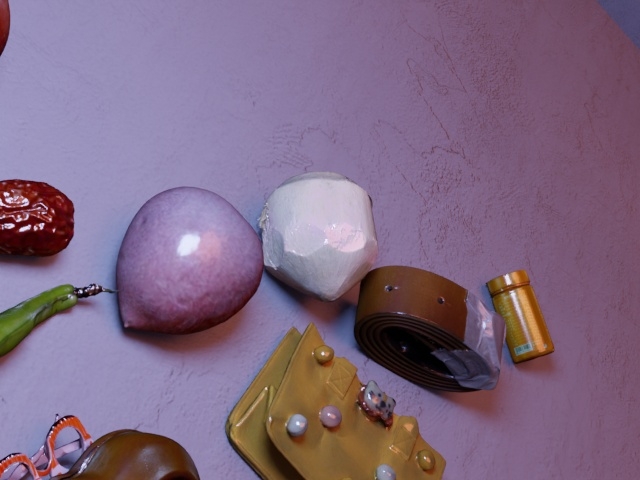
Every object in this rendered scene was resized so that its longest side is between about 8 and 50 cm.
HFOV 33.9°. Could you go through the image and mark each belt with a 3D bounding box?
[{"bbox_3d":[0.213,0.172,2.006,0.339,0.217,0.122,34,49,-30],"label":"belt"}]

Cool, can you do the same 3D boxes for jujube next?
[{"bbox_3d":[-0.453,-0.034,1.566,0.176,0.109,0.112,6,31,-39],"label":"jujube"}]

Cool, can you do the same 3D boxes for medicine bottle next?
[{"bbox_3d":[0.439,0.168,2.313,0.096,0.096,0.191,-7,73,-45],"label":"medicine bottle"}]

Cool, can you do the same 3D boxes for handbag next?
[{"bbox_3d":[0.046,0.356,1.830,0.401,0.133,0.283,48,39,-14],"label":"handbag"}]

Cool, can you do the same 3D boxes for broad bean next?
[{"bbox_3d":[-0.430,0.121,1.508,0.318,0.098,0.055,-34,111,-49],"label":"broad bean"}]

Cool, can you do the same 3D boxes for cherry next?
[{"bbox_3d":[-0.211,0.040,1.684,0.239,0.206,0.239,31,50,-45],"label":"cherry"}]

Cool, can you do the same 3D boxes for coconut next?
[{"bbox_3d":[0.000,0.000,1.903,0.224,0.224,0.233,27,53,-31],"label":"coconut"}]

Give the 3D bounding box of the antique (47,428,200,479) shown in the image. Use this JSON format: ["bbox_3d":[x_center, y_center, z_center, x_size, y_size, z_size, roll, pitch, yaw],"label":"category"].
[{"bbox_3d":[-0.262,0.378,1.460,0.278,0.129,0.223,25,72,-60],"label":"antique"}]

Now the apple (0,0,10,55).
[{"bbox_3d":[-0.566,-0.331,1.536,0.218,0.218,0.201,6,68,-42],"label":"apple"}]

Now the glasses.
[{"bbox_3d":[-0.396,0.349,1.442,0.255,0.095,0.162,-32,107,-50],"label":"glasses"}]
